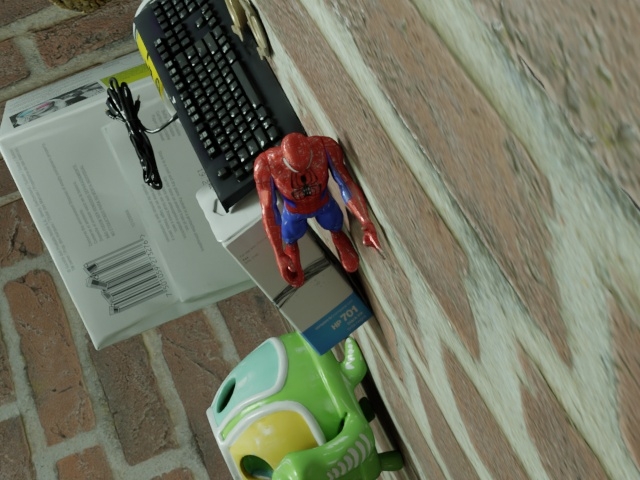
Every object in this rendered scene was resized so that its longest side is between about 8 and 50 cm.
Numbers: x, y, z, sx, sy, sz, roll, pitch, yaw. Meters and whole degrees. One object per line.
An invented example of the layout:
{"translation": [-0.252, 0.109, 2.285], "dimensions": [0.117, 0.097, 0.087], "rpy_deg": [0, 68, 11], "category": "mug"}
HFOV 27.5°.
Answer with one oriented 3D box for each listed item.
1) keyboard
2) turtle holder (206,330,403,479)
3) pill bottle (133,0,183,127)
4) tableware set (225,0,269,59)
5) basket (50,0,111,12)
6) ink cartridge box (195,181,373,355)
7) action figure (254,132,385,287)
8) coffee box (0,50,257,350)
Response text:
{"translation": [-0.148, -0.156, 1.453], "dimensions": [0.033, 0.201, 0.317], "rpy_deg": [35, -159, -49], "category": "keyboard"}
{"translation": [-0.023, 0.272, 1.821], "dimensions": [0.243, 0.228, 0.320], "rpy_deg": [73, 172, -45], "category": "turtle holder"}
{"translation": [-0.145, -0.210, 1.577], "dimensions": [0.119, 0.119, 0.208], "rpy_deg": [73, 172, -48], "category": "pill bottle"}
{"translation": [-0.095, -0.268, 1.365], "dimensions": [0.141, 0.020, 0.168], "rpy_deg": [-125, 13, -65], "category": "tableware set"}
{"translation": [-0.362, -0.490, 1.934], "dimensions": [0.223, 0.214, 0.299], "rpy_deg": [61, 175, 2], "category": "basket"}
{"translation": [-0.040, 0.015, 1.446], "dimensions": [0.190, 0.082, 0.139], "rpy_deg": [52, -177, -32], "category": "ink cartridge box"}
{"translation": [0.000, 0.000, 1.203], "dimensions": [0.280, 0.092, 0.139], "rpy_deg": [76, 176, -65], "category": "action figure"}
{"translation": [-0.253, -0.092, 1.959], "dimensions": [0.334, 0.338, 0.337], "rpy_deg": [-126, 15, -71], "category": "coffee box"}
